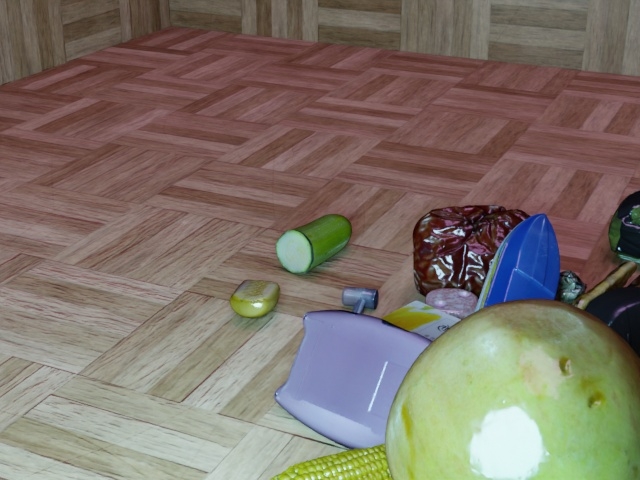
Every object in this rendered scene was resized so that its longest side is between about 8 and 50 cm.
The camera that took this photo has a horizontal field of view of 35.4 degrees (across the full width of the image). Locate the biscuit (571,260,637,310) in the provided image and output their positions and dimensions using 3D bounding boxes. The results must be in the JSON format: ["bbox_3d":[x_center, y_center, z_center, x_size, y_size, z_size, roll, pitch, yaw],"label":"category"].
[{"bbox_3d":[0.483,0.108,1.762,0.029,0.118,0.247,40,44,22],"label":"biscuit"}]

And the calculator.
[{"bbox_3d":[0.060,0.206,1.466,0.294,0.194,0.043,15,-10,38],"label":"calculator"}]

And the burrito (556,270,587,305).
[{"bbox_3d":[0.445,0.085,1.798,0.058,0.063,0.229,-28,-8,15],"label":"burrito"}]

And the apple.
[{"bbox_3d":[0.257,0.248,1.197,0.339,0.338,0.305,-8,41,-17],"label":"apple"}]

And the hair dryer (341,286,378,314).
[{"bbox_3d":[0.062,0.125,1.823,0.063,0.037,0.114,5,32,16],"label":"hair dryer"}]

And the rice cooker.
[{"bbox_3d":[0.518,0.144,1.648,0.203,0.142,0.118,-9,14,-27],"label":"rice cooker"}]

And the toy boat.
[{"bbox_3d":[0.340,0.073,1.688,0.129,0.088,0.295,33,59,-17],"label":"toy boat"}]

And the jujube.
[{"bbox_3d":[0.284,0.035,1.832,0.232,0.213,0.213,-3,24,4],"label":"jujube"}]

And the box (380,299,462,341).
[{"bbox_3d":[0.179,0.207,1.543,0.260,0.111,0.194,20,31,41],"label":"box"}]

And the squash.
[{"bbox_3d":[0.000,0.000,2.039,0.095,0.095,0.188,16,23,31],"label":"squash"}]

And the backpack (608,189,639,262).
[{"bbox_3d":[0.721,-0.026,2.026,0.253,0.140,0.207,13,28,24],"label":"backpack"}]

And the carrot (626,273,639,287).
[{"bbox_3d":[0.613,0.087,1.873,0.069,0.069,0.229,19,32,36],"label":"carrot"}]

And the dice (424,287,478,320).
[{"bbox_3d":[0.222,0.140,1.712,0.091,0.093,0.094,3,26,7],"label":"dice"}]

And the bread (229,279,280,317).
[{"bbox_3d":[-0.118,0.112,1.820,0.082,0.056,0.115,3,18,7],"label":"bread"}]

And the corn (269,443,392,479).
[{"bbox_3d":[0.027,0.324,1.302,0.262,0.097,0.097,-10,26,-28],"label":"corn"}]
